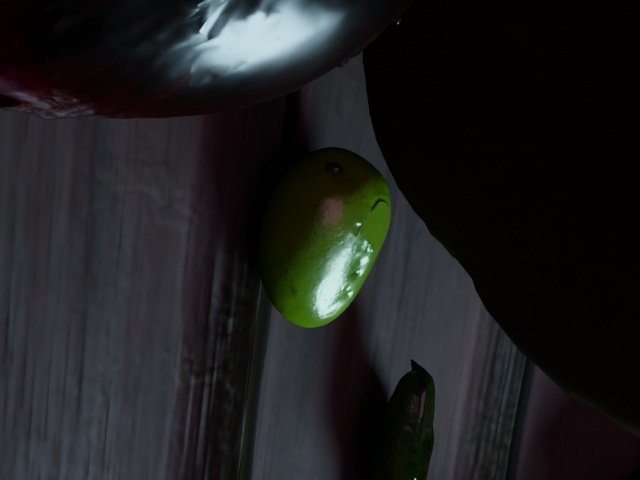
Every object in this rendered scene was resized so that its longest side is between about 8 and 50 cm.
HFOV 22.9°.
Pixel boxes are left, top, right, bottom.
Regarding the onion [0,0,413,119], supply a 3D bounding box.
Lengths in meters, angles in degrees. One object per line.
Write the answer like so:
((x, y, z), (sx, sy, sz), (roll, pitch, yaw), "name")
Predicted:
((-0.048, -0.190, 0.623), (0.314, 0.232, 0.313), (-18, 120, -35), "onion")

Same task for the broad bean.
((0.053, 0.164, 1.022), (0.061, 0.046, 0.195), (-44, 139, -35), "broad bean")

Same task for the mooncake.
((0.250, -0.132, 0.789), (0.262, 0.467, 0.466), (-11, 116, -47), "mooncake")

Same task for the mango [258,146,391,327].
((0.000, 0.000, 0.887), (0.073, 0.056, 0.108), (-12, 120, -33), "mango")
